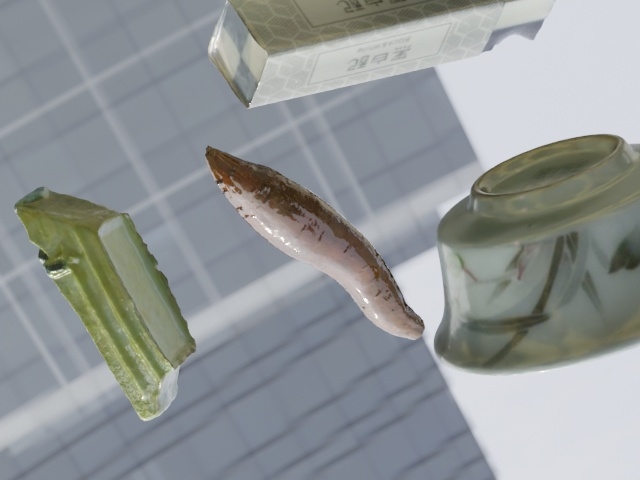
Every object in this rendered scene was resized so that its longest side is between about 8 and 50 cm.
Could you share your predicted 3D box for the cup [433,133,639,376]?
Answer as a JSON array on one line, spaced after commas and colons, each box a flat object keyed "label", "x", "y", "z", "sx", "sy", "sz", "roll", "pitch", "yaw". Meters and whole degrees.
[{"label": "cup", "x": 0.258, "y": -0.006, "z": 2.023, "sx": 0.347, "sy": 0.163, "sz": 0.347, "roll": -19, "pitch": -165, "yaw": 5}]

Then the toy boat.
[{"label": "toy boat", "x": -0.220, "y": 0.055, "z": 2.085, "sx": 0.084, "sy": 0.276, "sz": 0.111, "roll": -28, "pitch": -173, "yaw": 19}]

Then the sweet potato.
[{"label": "sweet potato", "x": 0.001, "y": 0.000, "z": 1.586, "sx": 0.057, "sy": 0.264, "sz": 0.057, "roll": -35, "pitch": -145, "yaw": 29}]

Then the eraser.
[{"label": "eraser", "x": 0.076, "y": -0.245, "z": 2.179, "sx": 0.404, "sy": 0.098, "sz": 0.096, "roll": -15, "pitch": -121, "yaw": -29}]
